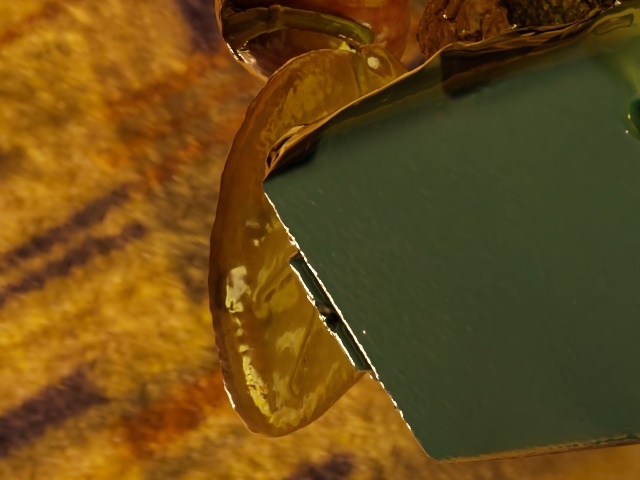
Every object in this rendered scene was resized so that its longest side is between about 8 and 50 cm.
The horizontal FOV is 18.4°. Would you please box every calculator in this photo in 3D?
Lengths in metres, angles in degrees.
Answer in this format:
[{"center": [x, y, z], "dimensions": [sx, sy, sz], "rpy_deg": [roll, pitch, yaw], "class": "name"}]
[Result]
[{"center": [0.084, 0.004, 0.765], "dimensions": [0.293, 0.051, 0.173], "rpy_deg": [-17, 106, 54], "class": "calculator"}]

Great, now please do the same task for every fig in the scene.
[{"center": [-0.013, -0.219, 1.857], "dimensions": [0.205, 0.205, 0.205], "rpy_deg": [-5, 76, 22], "class": "fig"}]

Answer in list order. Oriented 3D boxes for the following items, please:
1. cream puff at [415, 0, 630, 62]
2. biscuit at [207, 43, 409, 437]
[{"center": [0.182, -0.172, 1.530], "dimensions": [0.183, 0.169, 0.183], "rpy_deg": [10, 60, -17], "class": "cream puff"}, {"center": [0.005, 0.001, 1.254], "dimensions": [0.041, 0.203, 0.260], "rpy_deg": [11, 77, 37], "class": "biscuit"}]
